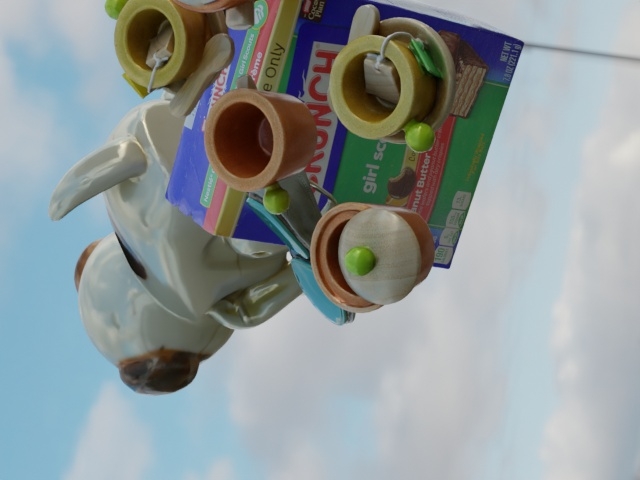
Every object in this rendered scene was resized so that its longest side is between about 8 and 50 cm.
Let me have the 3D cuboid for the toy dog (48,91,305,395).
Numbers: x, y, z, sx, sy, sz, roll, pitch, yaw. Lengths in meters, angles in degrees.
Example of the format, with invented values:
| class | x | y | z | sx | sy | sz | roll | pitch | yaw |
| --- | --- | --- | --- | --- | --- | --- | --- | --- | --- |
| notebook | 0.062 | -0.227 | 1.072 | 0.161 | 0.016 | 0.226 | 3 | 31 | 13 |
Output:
| class | x | y | z | sx | sy | sz | roll | pitch | yaw |
| --- | --- | --- | --- | --- | --- | --- | --- | --- | --- |
| toy dog | -0.158 | 0.013 | 2.128 | 0.395 | 0.284 | 0.408 | -23 | -26 | -38 |

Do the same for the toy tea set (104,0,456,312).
| class | x | y | z | sx | sy | sz | roll | pitch | yaw |
| --- | --- | --- | --- | --- | --- | --- | --- | --- | --- |
| toy tea set | -0.034 | -0.103 | 1.179 | 0.124 | 0.336 | 0.200 | -12 | -37 | -53 |

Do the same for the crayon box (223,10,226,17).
| class | x | y | z | sx | sy | sz | roll | pitch | yaw |
| --- | --- | --- | --- | --- | --- | --- | --- | --- | --- |
| crayon box | -0.144 | -0.362 | 1.554 | 0.203 | 0.323 | 0.083 | -54 | -33 | 8 |

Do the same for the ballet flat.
| class | x | y | z | sx | sy | sz | roll | pitch | yaw |
| --- | --- | --- | --- | --- | --- | --- | --- | --- | --- |
| ballet flat | 0.000 | 0.000 | 1.609 | 0.068 | 0.072 | 0.213 | -49 | -41 | -15 |

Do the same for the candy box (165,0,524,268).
| class | x | y | z | sx | sy | sz | roll | pitch | yaw |
| --- | --- | --- | --- | --- | --- | --- | --- | --- | --- |
| candy box | 0.027 | -0.127 | 1.816 | 0.317 | 0.122 | 0.268 | 9 | -76 | -35 |
